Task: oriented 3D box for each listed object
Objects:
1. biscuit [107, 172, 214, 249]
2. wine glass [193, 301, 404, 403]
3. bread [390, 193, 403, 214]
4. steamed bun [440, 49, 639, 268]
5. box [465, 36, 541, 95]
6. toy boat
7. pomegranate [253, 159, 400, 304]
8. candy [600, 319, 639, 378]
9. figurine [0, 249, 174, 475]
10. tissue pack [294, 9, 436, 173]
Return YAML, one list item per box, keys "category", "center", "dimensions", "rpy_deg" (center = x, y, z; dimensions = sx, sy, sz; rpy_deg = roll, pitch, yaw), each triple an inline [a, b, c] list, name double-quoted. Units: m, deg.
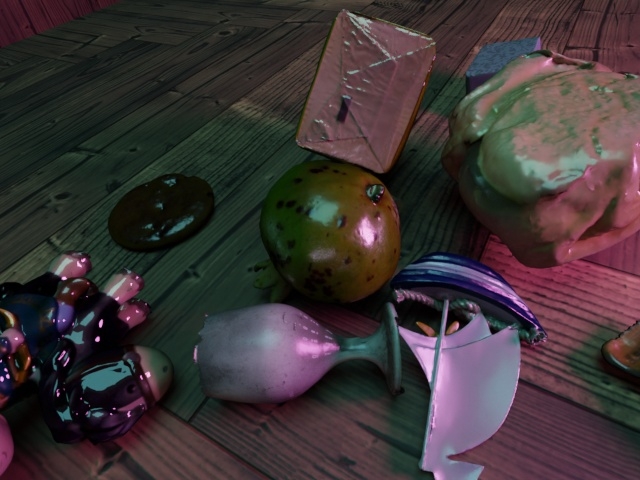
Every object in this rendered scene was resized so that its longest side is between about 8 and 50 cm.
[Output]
- category: "biscuit"
  center: [-0.315, -0.063, 0.802]
  dimensions: [0.212, 0.036, 0.212]
  rpy_deg: [-4, 46, 4]
- category: "wine glass"
  center: [-0.023, 0.139, 0.509]
  dimensions: [0.241, 0.126, 0.126]
  rpy_deg: [-2, 45, 1]
- category: "bread"
  center: [0.045, -0.077, 0.756]
  dimensions: [0.139, 0.060, 0.178]
  rpy_deg: [-35, 52, -26]
- category: "steamed bun"
  center: [0.367, -0.131, 0.652]
  dimensions: [0.324, 0.230, 0.372]
  rpy_deg: [-12, 44, 8]
- category: "box"
  center: [0.435, -0.376, 0.956]
  dimensions: [0.162, 0.130, 0.227]
  rpy_deg: [7, 44, 34]
- category: "toy boat"
  center: [0.178, 0.152, 0.504]
  dimensions: [0.220, 0.067, 0.291]
  rpy_deg: [18, 55, 1]
- category: "pomegranate"
  center: [0.000, 0.000, 0.589]
  dimensions: [0.263, 0.211, 0.211]
  rpy_deg: [-38, 36, 35]
- category: "candy"
  center: [0.475, 0.174, 0.438]
  dimensions: [0.143, 0.101, 0.271]
  rpy_deg: [-31, 44, -14]
- category: "figurine"
  center: [-0.380, 0.176, 0.473]
  dimensions: [0.411, 0.241, 0.306]
  rpy_deg: [-25, 70, -41]
- category: "tissue pack"
  center: [0.081, -0.225, 0.702]
  dimensions: [0.167, 0.200, 0.274]
  rpy_deg: [21, 11, 7]
